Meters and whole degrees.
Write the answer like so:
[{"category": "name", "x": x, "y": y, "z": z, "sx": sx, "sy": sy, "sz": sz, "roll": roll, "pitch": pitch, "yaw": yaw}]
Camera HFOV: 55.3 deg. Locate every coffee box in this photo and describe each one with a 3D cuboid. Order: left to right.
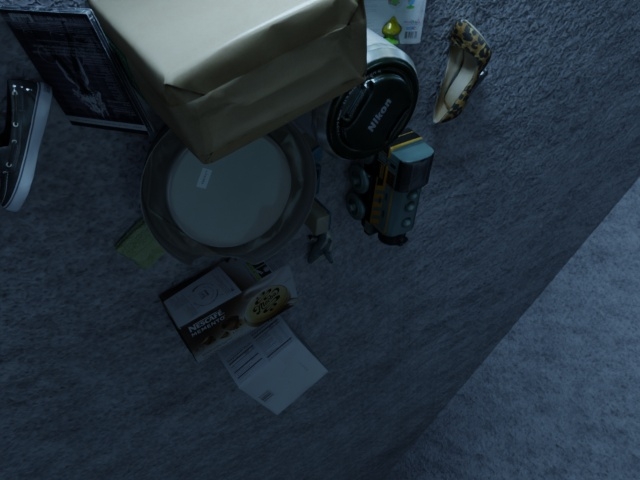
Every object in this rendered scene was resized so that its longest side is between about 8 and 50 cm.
[{"category": "coffee box", "x": -0.216, "y": 0.144, "z": 1.487, "sx": 0.297, "sy": 0.119, "sz": 0.168, "roll": -29, "pitch": 143, "yaw": -17}]

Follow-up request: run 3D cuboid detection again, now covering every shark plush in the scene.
[{"category": "shark plush", "x": 0.000, "y": 0.000, "z": 1.596, "sx": 0.067, "sy": 0.073, "sz": 0.161, "roll": -1, "pitch": 139, "yaw": -3}]

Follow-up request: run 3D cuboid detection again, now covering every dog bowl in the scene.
[{"category": "dog bowl", "x": -0.186, "y": -0.113, "z": 1.205, "sx": 0.349, "sy": 0.102, "sz": 0.348, "roll": -12, "pitch": 118, "yaw": -22}]

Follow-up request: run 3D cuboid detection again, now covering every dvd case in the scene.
[{"category": "dvd case", "x": -0.367, "y": -0.257, "z": 0.937, "sx": 0.221, "sy": 0.165, "sz": 0.018, "roll": 74, "pitch": 33, "yaw": -50}]

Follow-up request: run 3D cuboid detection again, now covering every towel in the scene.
[{"category": "towel", "x": -0.352, "y": -0.008, "z": 1.291, "sx": 0.148, "sy": 0.027, "sz": 0.110, "roll": -42, "pitch": 142, "yaw": 0}]

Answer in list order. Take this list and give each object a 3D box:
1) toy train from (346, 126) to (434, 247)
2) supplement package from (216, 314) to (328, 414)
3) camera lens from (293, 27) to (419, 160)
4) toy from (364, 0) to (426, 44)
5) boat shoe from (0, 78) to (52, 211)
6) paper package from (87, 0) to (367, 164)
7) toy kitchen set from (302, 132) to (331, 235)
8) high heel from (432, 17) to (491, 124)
[{"category": "toy train", "x": 0.166, "y": -0.135, "z": 1.492, "sx": 0.142, "sy": 0.190, "sz": 0.333, "roll": -20, "pitch": 138, "yaw": -26}, {"category": "supplement package", "x": -0.133, "y": 0.347, "z": 1.742, "sx": 0.204, "sy": 0.145, "sz": 0.262, "roll": -39, "pitch": 143, "yaw": -5}, {"category": "camera lens", "x": 0.030, "y": -0.297, "z": 1.138, "sx": 0.220, "sy": 0.274, "sz": 0.219, "roll": -24, "pitch": 140, "yaw": -22}, {"category": "toy", "x": 0.141, "y": -0.508, "z": 1.199, "sx": 0.137, "sy": 0.056, "sz": 0.237, "roll": -7, "pitch": 120, "yaw": -16}, {"category": "boat shoe", "x": -0.496, "y": -0.152, "z": 0.980, "sx": 0.076, "sy": 0.080, "sz": 0.228, "roll": 10, "pitch": 120, "yaw": -37}, {"category": "paper package", "x": -0.144, "y": -0.310, "z": 0.928, "sx": 0.310, "sy": 0.325, "sz": 0.168, "roll": -31, "pitch": 142, "yaw": -15}, {"category": "toy kitchen set", "x": 0.032, "y": -0.146, "z": 1.418, "sx": 0.166, "sy": 0.122, "sz": 0.207, "roll": -21, "pitch": 139, "yaw": -26}, {"category": "high heel", "x": 0.315, "y": -0.390, "z": 1.447, "sx": 0.186, "sy": 0.093, "sz": 0.261, "roll": -50, "pitch": 152, "yaw": 0}]
